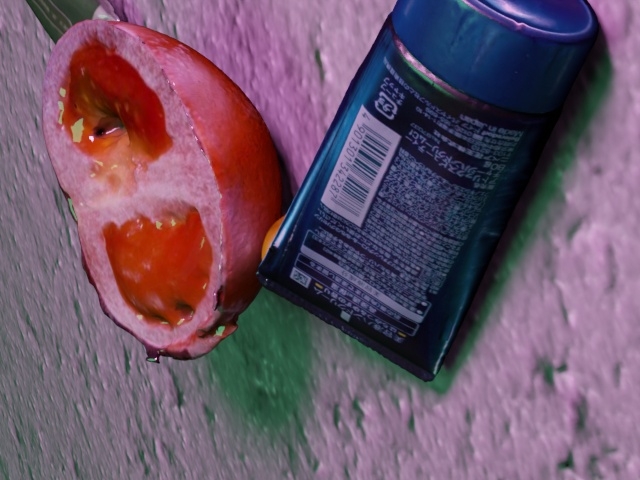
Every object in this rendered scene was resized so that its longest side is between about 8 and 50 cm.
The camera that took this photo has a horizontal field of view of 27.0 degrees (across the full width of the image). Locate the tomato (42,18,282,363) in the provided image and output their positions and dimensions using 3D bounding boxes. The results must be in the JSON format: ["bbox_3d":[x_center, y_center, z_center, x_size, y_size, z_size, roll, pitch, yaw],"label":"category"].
[{"bbox_3d":[-0.085,-0.043,0.879,0.199,0.112,0.228,-8,100,54],"label":"tomato"}]

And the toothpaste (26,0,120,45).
[{"bbox_3d":[-0.260,-0.276,1.123,0.392,0.061,0.099,55,147,25],"label":"toothpaste"}]

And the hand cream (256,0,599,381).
[{"bbox_3d":[0.047,-0.028,0.674,0.120,0.061,0.270,29,137,5],"label":"hand cream"}]

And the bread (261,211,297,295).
[{"bbox_3d":[0.001,-0.001,0.821,0.062,0.103,0.049,-31,89,18],"label":"bread"}]
